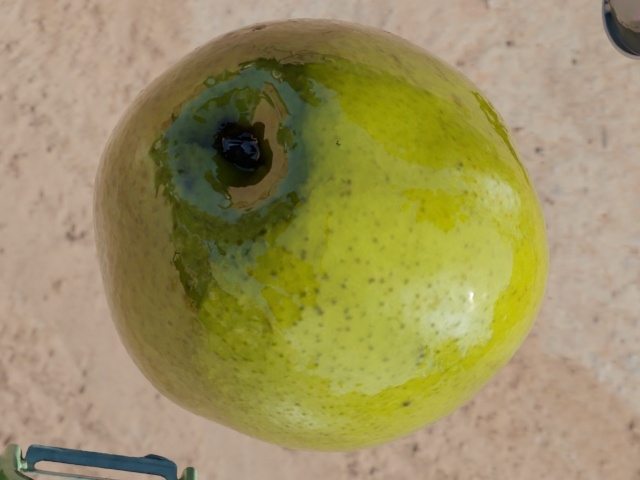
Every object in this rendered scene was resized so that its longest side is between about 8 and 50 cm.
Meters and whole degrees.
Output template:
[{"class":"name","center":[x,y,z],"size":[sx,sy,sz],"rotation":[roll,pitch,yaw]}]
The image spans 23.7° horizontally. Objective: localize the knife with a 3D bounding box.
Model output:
[{"class":"knife","center":[-0.147,0.080,0.532],"size":[0.212,0.054,0.015],"rotation":[9,106,-8]}]

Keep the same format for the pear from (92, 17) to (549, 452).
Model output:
[{"class":"pear","center":[-0.001,0.001,0.643],"size":[0.198,0.198,0.198],"rotation":[-1,92,-24]}]

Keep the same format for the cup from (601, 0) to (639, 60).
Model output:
[{"class":"cup","center":[0.225,-0.147,0.903],"size":[0.116,0.074,0.104],"rotation":[9,61,-37]}]
